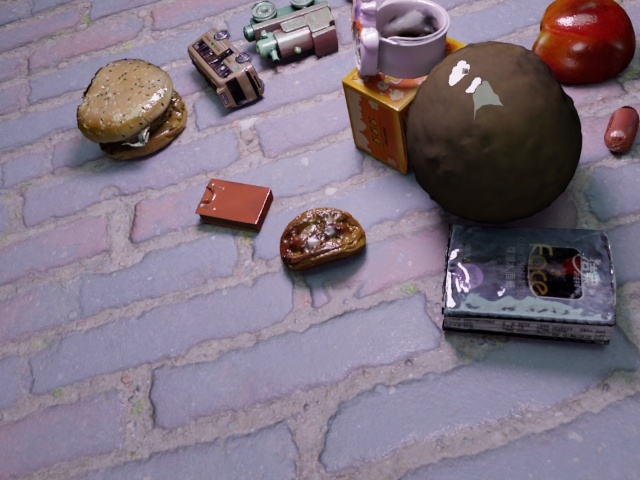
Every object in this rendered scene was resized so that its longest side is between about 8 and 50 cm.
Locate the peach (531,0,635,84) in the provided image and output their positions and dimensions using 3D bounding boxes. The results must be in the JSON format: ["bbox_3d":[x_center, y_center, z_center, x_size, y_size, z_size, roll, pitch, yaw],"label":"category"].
[{"bbox_3d":[0.746,-0.564,1.705,0.274,0.245,0.249,13,89,8],"label":"peach"}]

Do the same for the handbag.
[{"bbox_3d":[-0.241,-0.100,1.696,0.190,0.063,0.127,11,61,16],"label":"handbag"}]

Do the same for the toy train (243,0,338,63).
[{"bbox_3d":[-0.096,-0.692,2.004,0.304,0.150,0.221,-20,62,-2],"label":"toy train"}]

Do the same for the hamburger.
[{"bbox_3d":[-0.570,-0.411,1.895,0.276,0.195,0.318,5,61,18],"label":"hamburger"}]

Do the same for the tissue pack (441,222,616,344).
[{"bbox_3d":[0.463,0.092,1.374,0.361,0.122,0.259,3,55,17],"label":"tissue pack"}]

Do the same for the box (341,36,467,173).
[{"bbox_3d":[0.239,-0.384,1.651,0.214,0.259,0.283,35,71,27],"label":"box"}]

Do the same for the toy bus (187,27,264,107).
[{"bbox_3d":[-0.307,-0.553,1.960,0.157,0.139,0.289,-35,56,-6],"label":"toy bus"}]

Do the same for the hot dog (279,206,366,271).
[{"bbox_3d":[0.000,0.000,1.555,0.227,0.099,0.160,-23,55,1],"label":"hot dog"}]

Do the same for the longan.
[{"bbox_3d":[0.399,-0.236,1.425,0.404,0.436,0.404,-19,56,29],"label":"longan"}]

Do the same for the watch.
[{"bbox_3d":[0.194,-0.528,1.492,0.231,0.196,0.244,-6,53,0],"label":"watch"}]

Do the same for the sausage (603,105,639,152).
[{"bbox_3d":[0.783,-0.289,1.579,0.076,0.076,0.141,21,64,24],"label":"sausage"}]
